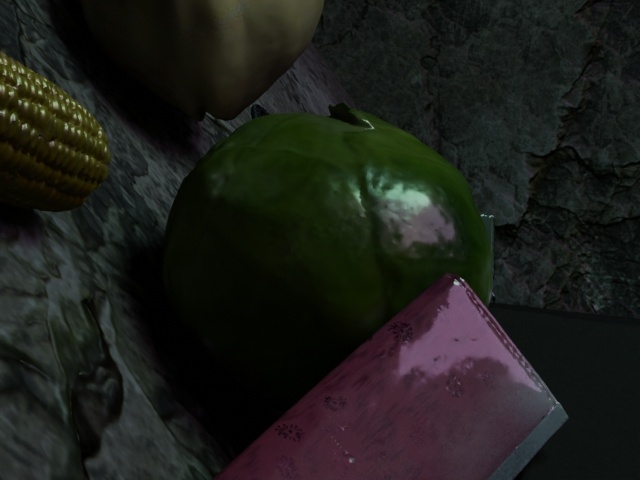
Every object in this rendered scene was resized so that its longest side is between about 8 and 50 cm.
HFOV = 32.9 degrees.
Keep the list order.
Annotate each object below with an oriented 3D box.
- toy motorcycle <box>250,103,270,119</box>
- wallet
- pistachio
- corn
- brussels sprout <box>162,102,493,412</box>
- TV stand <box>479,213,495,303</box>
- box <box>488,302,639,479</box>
[{"bbox_3d":[0.000,0.000,1.022,0.187,0.125,0.274,51,15,-44],"label":"toy motorcycle"},{"bbox_3d":[0.036,0.126,0.611,0.119,0.232,0.025,53,-30,-3],"label":"wallet"},{"bbox_3d":[-0.111,-0.236,1.045,0.321,0.229,0.238,-107,-163,-75],"label":"pistachio"},{"bbox_3d":[-0.191,-0.071,0.562,0.080,0.080,0.238,59,14,26],"label":"corn"},{"bbox_3d":[0.002,0.009,0.763,0.244,0.244,0.244,50,11,-14],"label":"brussels sprout"},{"bbox_3d":[0.099,0.035,1.087,0.269,0.083,0.088,132,-38,-79],"label":"TV stand"},{"bbox_3d":[0.231,0.213,0.764,0.345,0.251,0.204,-82,177,-70],"label":"box"}]
